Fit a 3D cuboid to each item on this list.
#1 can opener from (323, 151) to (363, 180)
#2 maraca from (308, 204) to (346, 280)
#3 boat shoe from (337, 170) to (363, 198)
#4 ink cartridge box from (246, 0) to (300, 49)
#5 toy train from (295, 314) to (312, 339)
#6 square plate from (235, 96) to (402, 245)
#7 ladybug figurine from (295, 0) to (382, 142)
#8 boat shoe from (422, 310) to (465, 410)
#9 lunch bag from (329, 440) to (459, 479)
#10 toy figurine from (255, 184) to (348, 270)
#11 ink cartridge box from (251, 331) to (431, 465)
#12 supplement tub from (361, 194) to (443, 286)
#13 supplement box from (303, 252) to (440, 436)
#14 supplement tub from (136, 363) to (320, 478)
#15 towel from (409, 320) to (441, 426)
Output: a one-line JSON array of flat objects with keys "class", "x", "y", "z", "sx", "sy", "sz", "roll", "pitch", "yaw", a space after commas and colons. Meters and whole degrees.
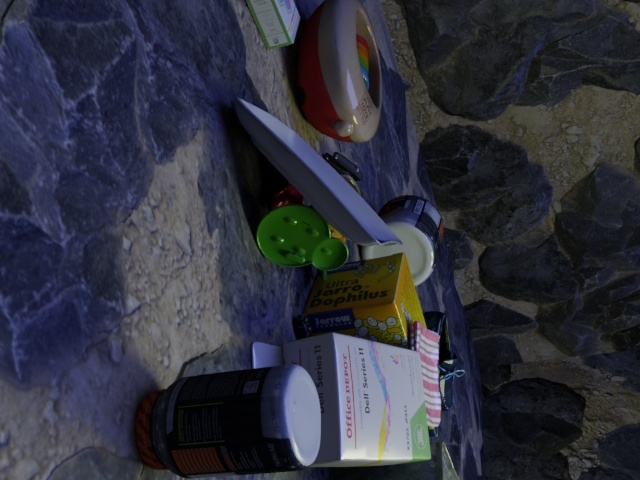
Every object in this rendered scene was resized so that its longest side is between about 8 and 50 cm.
[{"class": "can opener", "x": 0.063, "y": -0.185, "z": 1.742, "sx": 0.186, "sy": 0.059, "sz": 0.073, "roll": 43, "pitch": 41, "yaw": -63}, {"class": "maraca", "x": 0.000, "y": 0.000, "z": 1.386, "sx": 0.185, "sy": 0.099, "sz": 0.127, "roll": 94, "pitch": -13, "yaw": -48}, {"class": "boat shoe", "x": 0.066, "y": -0.104, "z": 1.688, "sx": 0.223, "sy": 0.080, "sz": 0.073, "roll": 65, "pitch": 17, "yaw": -53}, {"class": "ink cartridge box", "x": -0.111, "y": -0.507, "z": 1.379, "sx": 0.109, "sy": 0.062, "sz": 0.209, "roll": -82, "pitch": 154, "yaw": -43}, {"class": "toy train", "x": -0.017, "y": 0.214, "z": 1.316, "sx": 0.036, "sy": 0.027, "sz": 0.158, "roll": -64, "pitch": 139, "yaw": -57}, {"class": "square plate", "x": 0.003, "y": -0.104, "z": 1.265, "sx": 0.347, "sy": 0.049, "sz": 0.344, "roll": 47, "pitch": 9, "yaw": 9}, {"class": "ladybug figurine", "x": 0.042, "y": -0.406, "z": 1.632, "sx": 0.305, "sy": 0.162, "sz": 0.449, "roll": 62, "pitch": 25, "yaw": -43}, {"class": "boat shoe", "x": 0.303, "y": 0.308, "z": 1.726, "sx": 0.109, "sy": 0.089, "sz": 0.258, "roll": -23, "pitch": 100, "yaw": -58}, {"class": "lunch bag", "x": 0.136, "y": 0.537, "z": 1.259, "sx": 0.287, "sy": 0.235, "sz": 0.168, "roll": -72, "pitch": 143, "yaw": -56}, {"class": "toy figurine", "x": -0.032, "y": -0.039, "z": 1.252, "sx": 0.173, "sy": 0.130, "sz": 0.159, "roll": 26, "pitch": 28, "yaw": -18}, {"class": "ink cartridge box", "x": 0.044, "y": 0.277, "z": 1.163, "sx": 0.354, "sy": 0.119, "sz": 0.207, "roll": 20, "pitch": 59, "yaw": -49}, {"class": "supplement tub", "x": 0.245, "y": -0.009, "z": 1.963, "sx": 0.338, "sy": 0.207, "sz": 0.207, "roll": -52, "pitch": 130, "yaw": -67}, {"class": "supplement box", "x": 0.122, "y": 0.234, "z": 1.463, "sx": 0.195, "sy": 0.194, "sz": 0.356, "roll": -68, "pitch": 143, "yaw": -59}, {"class": "supplement tub", "x": -0.104, "y": 0.208, "z": 0.777, "sx": 0.117, "sy": 0.191, "sz": 0.116, "roll": -9, "pitch": 90, "yaw": -72}, {"class": "towel", "x": 0.213, "y": 0.269, "z": 1.360, "sx": 0.144, "sy": 0.029, "sz": 0.196, "roll": 35, "pitch": 50, "yaw": -60}]
